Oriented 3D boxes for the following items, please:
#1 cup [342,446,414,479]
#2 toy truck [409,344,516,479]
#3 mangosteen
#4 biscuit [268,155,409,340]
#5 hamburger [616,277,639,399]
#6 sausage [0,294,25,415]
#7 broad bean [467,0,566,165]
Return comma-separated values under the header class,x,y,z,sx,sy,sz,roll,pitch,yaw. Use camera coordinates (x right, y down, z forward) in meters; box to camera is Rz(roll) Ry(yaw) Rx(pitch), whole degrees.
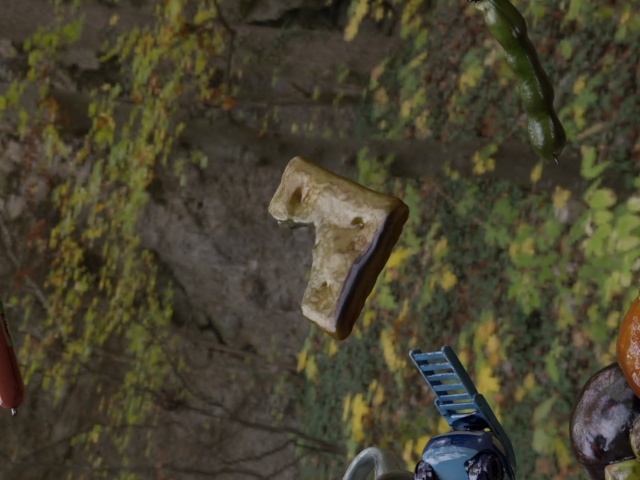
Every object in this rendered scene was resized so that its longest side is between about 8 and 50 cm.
class,x,y,z,sx,sy,sz,roll,pitch,yaw
cup,0.058,0.397,1.161,0.234,0.186,0.258,-46,33,31
toy truck,0.098,0.142,0.653,0.136,0.063,0.074,58,-144,-33
mangosteen,0.432,0.256,1.197,0.217,0.192,0.192,-124,42,-79
biscuit,0.000,0.000,1.066,0.039,0.183,0.174,19,-79,-57
hamburger,0.478,0.072,0.920,0.330,0.330,0.250,-64,-12,-58
sausage,-0.311,0.056,0.851,0.029,0.029,0.223,-34,-68,-76
broad bean,0.245,-0.195,1.098,0.256,0.052,0.052,56,-155,-32
